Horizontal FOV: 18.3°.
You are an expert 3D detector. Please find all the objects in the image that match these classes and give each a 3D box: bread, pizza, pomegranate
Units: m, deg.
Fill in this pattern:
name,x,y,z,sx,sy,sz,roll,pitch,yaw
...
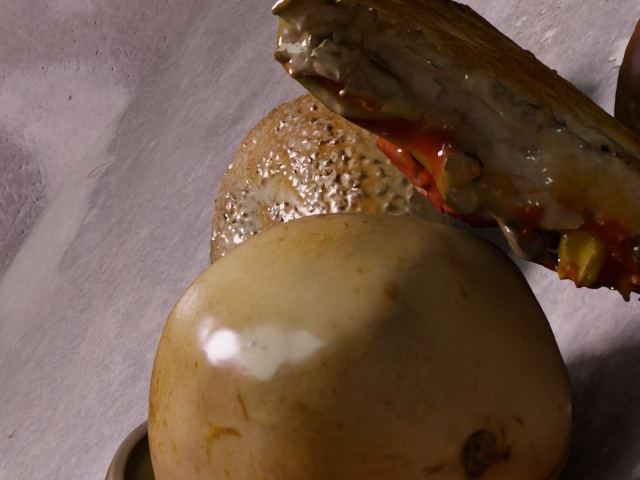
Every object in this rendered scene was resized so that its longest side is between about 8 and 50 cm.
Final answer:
name,x,y,z,sx,sy,sz,roll,pitch,yaw
bread,0.000,0.000,1.750,0.305,0.159,0.305,-35,50,56
pizza,0.092,-0.077,1.332,0.130,0.406,0.440,-57,40,12
pomegranate,0.017,0.115,1.398,0.319,0.319,0.319,-44,20,21

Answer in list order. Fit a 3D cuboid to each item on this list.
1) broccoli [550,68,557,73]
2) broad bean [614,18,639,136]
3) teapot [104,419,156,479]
name,x,y,z,sx,sy,sz,roll,pitch,yaw
broccoli,0.134,-0.132,1.787,0.154,0.160,0.167,-29,11,50
broad bean,0.313,-0.150,1.468,0.228,0.122,0.156,-55,44,11
teapot,-0.099,0.261,1.595,0.267,0.185,0.175,-47,-23,-46
